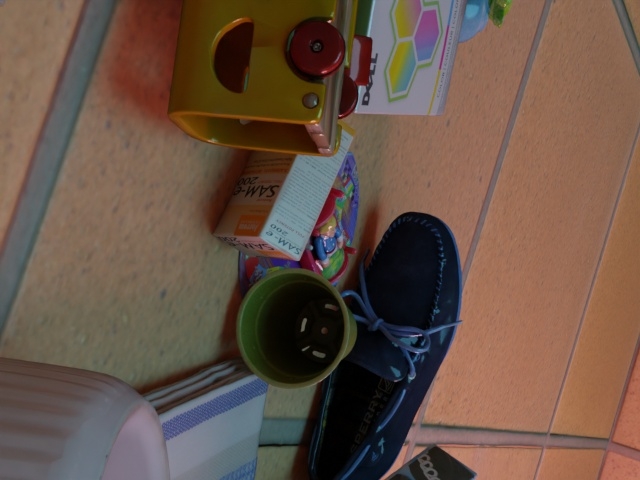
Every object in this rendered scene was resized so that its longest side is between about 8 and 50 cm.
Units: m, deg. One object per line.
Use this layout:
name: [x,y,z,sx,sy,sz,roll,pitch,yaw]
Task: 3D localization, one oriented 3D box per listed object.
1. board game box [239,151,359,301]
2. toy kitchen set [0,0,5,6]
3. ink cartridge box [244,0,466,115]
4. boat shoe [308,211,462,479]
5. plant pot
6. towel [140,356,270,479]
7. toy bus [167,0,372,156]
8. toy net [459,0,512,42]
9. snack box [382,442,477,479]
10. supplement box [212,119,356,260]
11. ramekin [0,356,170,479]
board game box: [0.000,0.000,0.705,0.168,0.033,0.133,-8,111,-59]
toy kitchen set: [-0.147,-0.096,0.352,0.083,0.075,0.068,0,105,-56]
ink cartridge box: [0.032,-0.149,0.657,0.209,0.062,0.109,-10,113,-58]
boat shoe: [0.057,0.103,0.784,0.089,0.109,0.258,2,100,-60]
plant pot: [-0.008,0.065,0.664,0.079,0.083,0.083,24,83,-71]
towel: [-0.115,0.226,0.616,0.209,0.034,0.285,-15,118,-60]
toy bus: [-0.028,-0.145,0.501,0.202,0.104,0.191,-75,169,-51]
toy net: [0.132,-0.280,0.755,0.122,0.045,0.232,150,-54,-84]
snack box: [0.024,0.311,0.816,0.322,0.060,0.187,-10,129,-61]
supplement box: [-0.024,-0.038,0.605,0.036,0.062,0.098,33,72,-31]
ramekin: [-0.131,0.147,0.379,0.207,0.109,0.207,2,90,-87]
